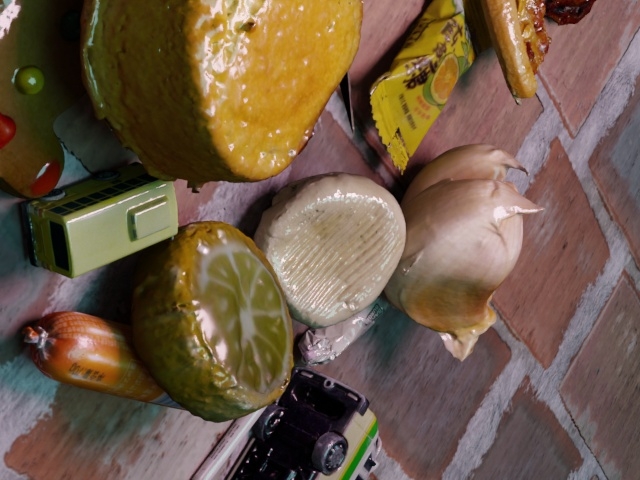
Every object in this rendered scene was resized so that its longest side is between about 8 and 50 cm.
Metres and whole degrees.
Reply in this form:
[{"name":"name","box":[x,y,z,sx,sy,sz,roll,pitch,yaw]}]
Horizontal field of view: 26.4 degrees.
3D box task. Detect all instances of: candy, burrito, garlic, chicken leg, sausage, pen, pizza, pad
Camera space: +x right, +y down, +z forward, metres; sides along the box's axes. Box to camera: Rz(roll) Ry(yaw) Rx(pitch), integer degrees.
[{"name":"candy","box":[0.162,-0.260,1.999,0.297,0.081,0.187,-53,142,-24]},{"name":"burrito","box":[0.042,0.123,2.044,0.203,0.064,0.064,-38,132,-35]},{"name":"garlic","box":[0.205,-0.004,2.014,0.286,0.249,0.313,-43,150,-31]},{"name":"chicken leg","box":[0.417,-0.405,2.270,0.219,0.048,0.089,-42,131,-31]},{"name":"sausage","box":[-0.248,0.148,1.686,0.312,0.093,0.093,21,89,-52]},{"name":"pen","box":[-0.128,0.286,1.941,0.218,0.026,0.026,-52,139,-21]},{"name":"pizza","box":[0.301,-0.353,2.078,0.229,0.081,0.289,-12,88,-72]},{"name":"pad","box":[0.018,-0.324,1.733,0.004,0.220,0.330,-7,121,-2]},{"name":"candy","box":[-0.132,0.101,1.706,0.260,0.118,0.260,43,37,-45]}]

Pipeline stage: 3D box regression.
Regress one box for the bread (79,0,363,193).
[{"name":"bread","box":[-0.097,-0.238,1.532,0.358,0.204,0.337,-63,151,-20]}]

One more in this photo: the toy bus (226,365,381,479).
[{"name":"toy bus","box":[-0.032,0.358,1.994,0.305,0.143,0.179,-59,143,-15]}]

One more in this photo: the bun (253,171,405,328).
[{"name":"bun","box":[0.000,0.000,1.881,0.231,0.133,0.231,-9,114,-20]}]

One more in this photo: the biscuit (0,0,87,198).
[{"name":"biscuit","box":[-0.336,-0.163,1.464,0.432,0.064,0.283,-51,139,-23]}]

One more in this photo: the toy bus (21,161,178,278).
[{"name":"toy bus","box":[-0.251,-0.025,1.596,0.175,0.101,0.088,-25,121,-40]}]
